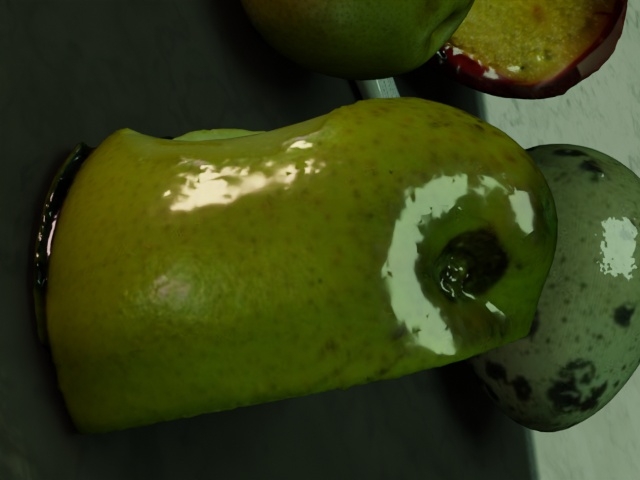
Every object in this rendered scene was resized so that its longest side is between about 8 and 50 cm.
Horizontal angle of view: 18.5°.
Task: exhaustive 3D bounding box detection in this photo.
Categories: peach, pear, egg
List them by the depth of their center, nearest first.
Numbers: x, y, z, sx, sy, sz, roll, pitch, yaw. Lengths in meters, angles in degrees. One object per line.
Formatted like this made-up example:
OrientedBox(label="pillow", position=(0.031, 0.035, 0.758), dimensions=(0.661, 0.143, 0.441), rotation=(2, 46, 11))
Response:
OrientedBox(label="pear", position=(0.000, 0.000, 1.105), dimensions=(0.292, 0.292, 0.159), rotation=(-15, 96, -64))
OrientedBox(label="pear", position=(0.010, -0.213, 1.372), dimensions=(0.216, 0.166, 0.180), rotation=(48, 36, 11))
OrientedBox(label="egg", position=(0.182, 0.036, 1.514), dimensions=(0.177, 0.177, 0.228), rotation=(30, 60, -54))
OrientedBox(label="peach", position=(0.151, -0.210, 1.594), dimensions=(0.226, 0.190, 0.196), rotation=(-11, 94, -71))

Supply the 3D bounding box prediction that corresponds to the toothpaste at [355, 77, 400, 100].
OrientedBox(label="toothpaste", position=(0.033, -0.143, 1.501), dimensions=(0.218, 0.033, 0.052), rotation=(67, 30, -17))
